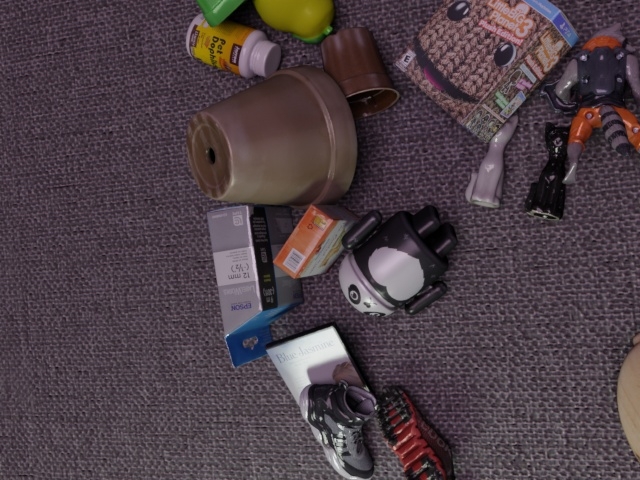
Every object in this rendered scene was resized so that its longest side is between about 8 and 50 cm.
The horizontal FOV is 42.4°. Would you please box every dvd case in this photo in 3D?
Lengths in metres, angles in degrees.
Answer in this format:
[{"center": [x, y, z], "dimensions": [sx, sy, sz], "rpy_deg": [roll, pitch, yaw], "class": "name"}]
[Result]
[{"center": [0.007, 0.315, 1.907], "dimensions": [0.180, 0.022, 0.253], "rpy_deg": [-21, 112, 19], "class": "dvd case"}]

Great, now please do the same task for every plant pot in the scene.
[{"center": [-0.126, -0.204, 1.800], "dimensions": [0.323, 0.280, 0.323], "rpy_deg": [26, 124, 47], "class": "plant pot"}, {"center": [0.077, -0.378, 1.862], "dimensions": [0.167, 0.167, 0.165], "rpy_deg": [-19, 76, 19], "class": "plant pot"}]

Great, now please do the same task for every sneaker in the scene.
[{"center": [0.074, 0.428, 1.859], "dimensions": [0.153, 0.101, 0.268], "rpy_deg": [-24, 104, 38], "class": "sneaker"}, {"center": [0.219, 0.452, 1.855], "dimensions": [0.097, 0.135, 0.276], "rpy_deg": [-42, 54, 22], "class": "sneaker"}]

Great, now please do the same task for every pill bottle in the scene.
[{"center": [-0.206, -0.461, 1.975], "dimensions": [0.215, 0.117, 0.117], "rpy_deg": [23, 99, 18], "class": "pill bottle"}]

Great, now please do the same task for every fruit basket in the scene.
[{"center": [-0.115, -0.624, 1.899], "dimensions": [0.392, 0.283, 0.392], "rpy_deg": [-6, 122, -9], "class": "fruit basket"}]

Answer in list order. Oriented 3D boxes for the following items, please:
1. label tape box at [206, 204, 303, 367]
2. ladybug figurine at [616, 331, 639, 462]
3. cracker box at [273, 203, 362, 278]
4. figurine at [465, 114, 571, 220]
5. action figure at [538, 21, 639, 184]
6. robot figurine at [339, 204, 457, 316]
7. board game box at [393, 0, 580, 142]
[{"center": [-0.136, 0.097, 1.891], "dimensions": [0.115, 0.249, 0.347], "rpy_deg": [-11, 87, 20], "class": "label tape box"}, {"center": [0.768, 0.362, 1.619], "dimensions": [0.305, 0.162, 0.449], "rpy_deg": [-35, 80, 18], "class": "ladybug figurine"}, {"center": [0.000, 0.000, 1.850], "dimensions": [0.067, 0.232, 0.155], "rpy_deg": [37, 103, 14], "class": "cracker box"}, {"center": [0.433, -0.167, 1.777], "dimensions": [0.215, 0.092, 0.209], "rpy_deg": [13, 88, 20], "class": "figurine"}, {"center": [0.614, -0.285, 1.641], "dimensions": [0.341, 0.178, 0.330], "rpy_deg": [-8, 69, 15], "class": "action figure"}, {"center": [0.169, 0.047, 1.820], "dimensions": [0.278, 0.173, 0.209], "rpy_deg": [-40, 66, 16], "class": "robot figurine"}, {"center": [0.346, -0.399, 1.736], "dimensions": [0.291, 0.141, 0.232], "rpy_deg": [-50, 59, 14], "class": "board game box"}]
